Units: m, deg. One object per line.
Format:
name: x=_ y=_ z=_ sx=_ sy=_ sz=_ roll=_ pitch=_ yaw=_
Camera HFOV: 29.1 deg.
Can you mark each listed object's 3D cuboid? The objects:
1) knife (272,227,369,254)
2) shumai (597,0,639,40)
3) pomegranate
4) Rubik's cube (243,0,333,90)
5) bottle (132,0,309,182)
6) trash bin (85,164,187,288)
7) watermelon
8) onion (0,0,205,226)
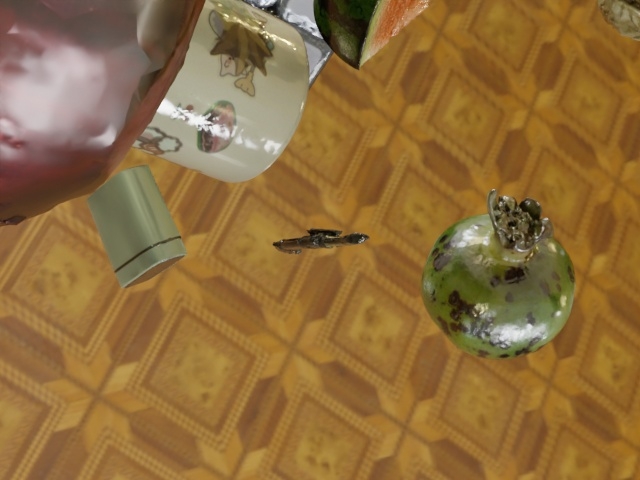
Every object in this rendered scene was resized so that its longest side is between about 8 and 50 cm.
knife: x=-0.006 y=-0.001 z=1.260 sx=0.045 sy=0.222 sz=0.021 roll=8 pitch=83 yaw=-19
shumai: x=0.351 y=-0.230 z=1.232 sx=0.145 sy=0.145 sz=0.116 roll=12 pitch=51 yaw=-31
pomegranate: x=0.141 y=0.021 z=0.953 sx=0.122 sy=0.161 sz=0.122 roll=2 pitch=47 yaw=-2
Rubik's cube: x=-0.174 y=-0.364 z=1.764 sx=0.363 sy=0.362 sz=0.359 roll=28 pitch=21 yaw=-25
bottle: x=-0.135 y=-0.125 z=0.771 sx=0.253 sy=0.120 sz=0.120 roll=18 pitch=65 yaw=-36
trash bin: x=-0.242 y=-0.017 z=1.617 sx=0.059 sy=0.116 sz=0.130 roll=-17 pitch=80 yaw=-45
watermelon: x=0.059 y=-0.308 z=1.389 sx=0.137 sy=0.145 sz=0.193 roll=-7 pitch=55 yaw=-3
onion: x=-0.150 y=-0.130 z=0.511 sx=0.219 sy=0.252 sz=0.252 roll=21 pitch=63 yaw=-35
